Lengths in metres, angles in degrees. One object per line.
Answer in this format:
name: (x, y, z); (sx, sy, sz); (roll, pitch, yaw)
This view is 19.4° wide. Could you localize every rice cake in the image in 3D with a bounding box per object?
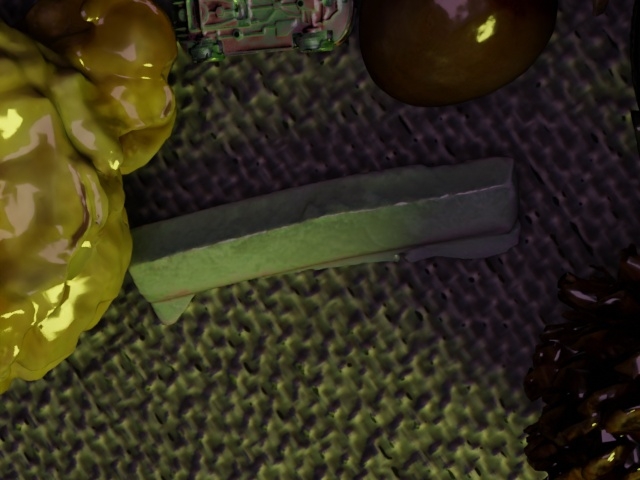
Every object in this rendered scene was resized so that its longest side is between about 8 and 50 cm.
rice cake: (0.001, -0.002, 1.305); (0.290, 0.051, 0.081); (-12, 128, 13)

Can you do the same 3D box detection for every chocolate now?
chocolate: (0.087, -0.146, 1.248); (0.124, 0.127, 0.133); (43, 119, 34)

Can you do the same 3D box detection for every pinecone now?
pinecone: (0.233, 0.099, 1.192); (0.221, 0.221, 0.221); (1, 97, 11)

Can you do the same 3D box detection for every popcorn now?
popcorn: (-0.237, -0.052, 1.267); (0.265, 0.225, 0.332); (37, 81, -7)

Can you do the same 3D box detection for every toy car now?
toy car: (-0.037, -0.161, 1.285); (0.142, 0.055, 0.069); (-2, 96, 25)

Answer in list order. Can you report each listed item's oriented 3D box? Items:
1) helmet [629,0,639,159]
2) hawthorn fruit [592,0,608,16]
helmet: (0.299, -0.115, 1.169); (0.230, 0.160, 0.279); (9, 102, -3)
hawthorn fruit: (0.152, -0.250, 1.169); (0.196, 0.196, 0.225); (-14, 103, 13)
